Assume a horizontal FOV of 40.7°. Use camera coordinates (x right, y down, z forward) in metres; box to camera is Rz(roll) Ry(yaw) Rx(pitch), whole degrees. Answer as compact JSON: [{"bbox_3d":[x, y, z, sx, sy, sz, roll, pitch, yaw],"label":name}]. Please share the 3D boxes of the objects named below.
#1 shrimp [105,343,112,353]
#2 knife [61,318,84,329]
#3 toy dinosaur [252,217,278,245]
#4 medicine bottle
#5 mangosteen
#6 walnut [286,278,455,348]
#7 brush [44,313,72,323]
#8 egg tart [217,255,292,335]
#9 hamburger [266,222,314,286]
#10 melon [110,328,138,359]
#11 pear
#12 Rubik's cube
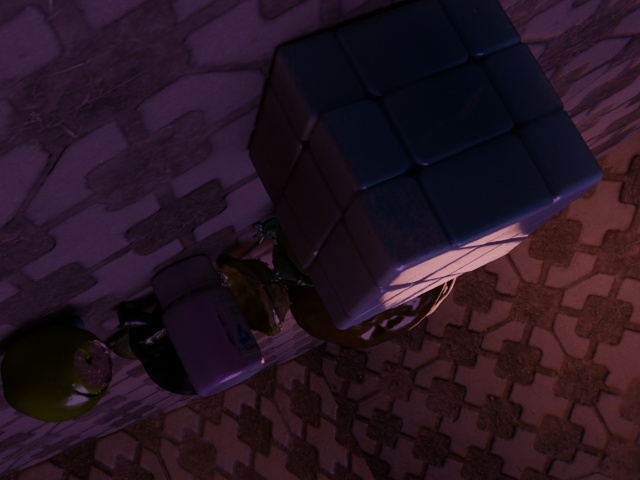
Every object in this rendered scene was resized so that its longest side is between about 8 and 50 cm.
[{"bbox_3d":[-0.570,0.290,1.977,0.223,0.047,0.126,-23,161,-48],"label":"shrimp"},{"bbox_3d":[-0.505,0.199,1.777,0.064,0.031,0.222,-19,163,-18],"label":"knife"},{"bbox_3d":[-0.097,-0.026,1.739,0.120,0.029,0.060,-19,149,-45],"label":"toy dinosaur"},{"bbox_3d":[-0.226,0.167,1.708,0.152,0.254,0.152,-25,167,-6],"label":"medicine bottle"},{"bbox_3d":[-0.308,0.210,1.844,0.231,0.231,0.289,-33,146,22],"label":"mangosteen"},{"bbox_3d":[0.112,0.064,1.874,0.398,0.307,0.354,-38,163,31],"label":"walnut"},{"bbox_3d":[-0.493,0.148,1.628,0.016,0.013,0.083,-27,167,7],"label":"brush"},{"bbox_3d":[-0.133,0.107,1.814,0.090,0.212,0.212,-38,173,-23],"label":"egg tart"},{"bbox_3d":[-0.003,0.002,1.629,0.235,0.214,0.125,-20,156,-8],"label":"hamburger"},{"bbox_3d":[-0.424,0.247,2.026,0.128,0.079,0.160,-28,171,-27],"label":"melon"},{"bbox_3d":[-0.510,0.253,1.632,0.220,0.187,0.187,-8,177,25],"label":"pear"},{"bbox_3d":[0.119,-0.105,1.177,0.322,0.315,0.319,-22,168,-18],"label":"Rubik's cube"}]
